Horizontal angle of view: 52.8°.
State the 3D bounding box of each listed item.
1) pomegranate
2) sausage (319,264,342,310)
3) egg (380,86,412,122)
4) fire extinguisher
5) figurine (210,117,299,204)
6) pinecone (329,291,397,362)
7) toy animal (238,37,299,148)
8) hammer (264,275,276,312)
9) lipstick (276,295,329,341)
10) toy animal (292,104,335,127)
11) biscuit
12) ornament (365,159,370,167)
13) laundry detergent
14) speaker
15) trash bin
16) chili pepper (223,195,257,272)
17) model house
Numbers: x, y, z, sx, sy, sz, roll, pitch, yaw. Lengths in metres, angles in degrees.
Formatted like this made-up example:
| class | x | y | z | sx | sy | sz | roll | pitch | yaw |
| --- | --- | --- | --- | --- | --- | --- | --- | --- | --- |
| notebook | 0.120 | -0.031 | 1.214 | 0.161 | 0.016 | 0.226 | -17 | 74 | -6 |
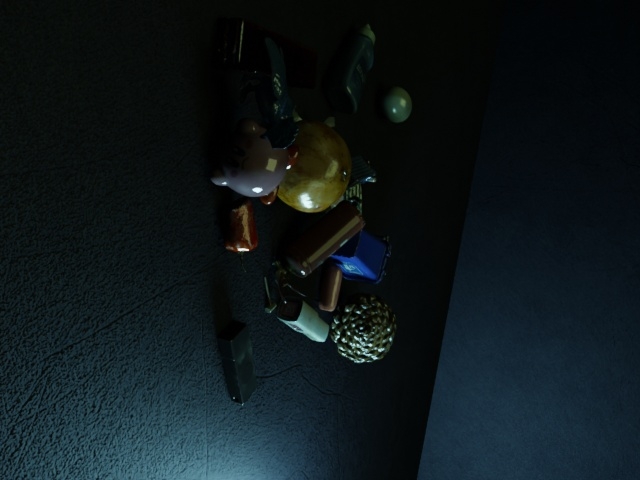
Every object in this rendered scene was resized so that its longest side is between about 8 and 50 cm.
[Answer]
| class | x | y | z | sx | sy | sz | roll | pitch | yaw |
| --- | --- | --- | --- | --- | --- | --- | --- | --- | --- |
| pomegranate | -0.031 | -0.197 | 1.713 | 0.248 | 0.248 | 0.248 | -32 | 127 | -57 |
| sausage | 0.034 | 0.156 | 2.134 | 0.062 | 0.062 | 0.154 | 16 | 85 | -64 |
| egg | 0.274 | -0.490 | 2.338 | 0.152 | 0.114 | 0.114 | 61 | 45 | -57 |
| fire extinguisher | -0.010 | 0.038 | 1.861 | 0.337 | 0.147 | 0.106 | -41 | 179 | -17 |
| figurine | -0.159 | -0.187 | 1.514 | 0.173 | 0.173 | 0.173 | -32 | 127 | -57 |
| pinecone | 0.158 | 0.306 | 2.256 | 0.257 | 0.243 | 0.244 | 41 | 62 | -66 |
| toy animal | -0.098 | -0.322 | 1.457 | 0.239 | 0.176 | 0.256 | 84 | 29 | -68 |
| hammer | -0.147 | 0.150 | 1.818 | 0.035 | 0.019 | 0.110 | -44 | 134 | -51 |
| lipstick | -0.047 | 0.246 | 1.986 | 0.253 | 0.078 | 0.078 | 48 | 55 | -60 |
| toy animal | -0.021 | -0.288 | 1.836 | 0.219 | 0.095 | 0.155 | 41 | 58 | -59 |
| biscuit | -0.120 | -0.456 | 1.602 | 0.388 | 0.073 | 0.107 | -8 | 107 | -63 |
| ornament | 0.125 | -0.224 | 2.163 | 0.203 | 0.088 | 0.081 | -23 | 120 | -62 |
| laundry detergent | 0.109 | -0.543 | 2.008 | 0.143 | 0.094 | 0.290 | 52 | 53 | -52 |
| speaker | -0.217 | 0.324 | 1.704 | 0.082 | 0.044 | 0.218 | -45 | 138 | -49 |
| trash bin | 0.126 | 0.029 | 2.182 | 0.234 | 0.162 | 0.184 | 38 | 64 | -55 |
| chili pepper | -0.196 | -0.009 | 1.591 | 0.086 | 0.084 | 0.192 | -21 | 114 | -42 |
| model house | 0.077 | -0.163 | 1.988 | 0.166 | 0.172 | 0.183 | -31 | 126 | -59 |
